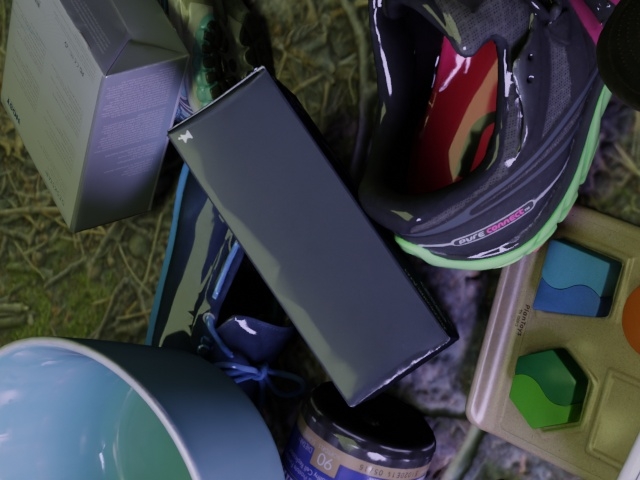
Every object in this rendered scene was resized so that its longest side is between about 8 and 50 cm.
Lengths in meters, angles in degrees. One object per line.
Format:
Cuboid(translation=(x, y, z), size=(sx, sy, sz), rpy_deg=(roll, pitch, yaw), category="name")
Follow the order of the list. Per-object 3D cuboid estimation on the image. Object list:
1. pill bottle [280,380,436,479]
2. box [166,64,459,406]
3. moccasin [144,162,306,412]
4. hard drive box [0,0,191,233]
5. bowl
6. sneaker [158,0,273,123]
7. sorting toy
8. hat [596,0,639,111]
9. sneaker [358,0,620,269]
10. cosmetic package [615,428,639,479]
Cuboid(translation=(0.009, 0.244, 1.518), size=(0.122, 0.122, 0.219), rpy_deg=(32, 111, 32), category="pill bottle")
Cuboid(translation=(0.000, 0.000, 1.430), size=(0.103, 0.184, 0.261), rpy_deg=(-35, 84, 7), category="box")
Cuboid(translation=(-0.082, 0.072, 1.572), size=(0.116, 0.137, 0.342), rpy_deg=(9, 99, 33), category="moccasin")
Cuboid(translation=(-0.216, -0.151, 1.624), size=(0.181, 0.089, 0.232), rpy_deg=(59, 150, 25), category="hard drive box")
Cuboid(translation=(-0.149, 0.212, 1.452), size=(0.311, 0.163, 0.312), rpy_deg=(11, 108, 36), category="bowl")
Cuboid(translation=(-0.134, -0.240, 1.613), size=(0.122, 0.110, 0.283), rpy_deg=(-8, 87, 41), category="sneaker")
Cuboid(translation=(0.219, 0.138, 1.400), size=(0.229, 0.041, 0.307), rpy_deg=(23, 106, 35), category="sorting toy")
Cuboid(translation=(0.359, -0.148, 1.185), size=(0.331, 0.331, 0.134), rpy_deg=(-19, 119, 37), category="hat")
Cuboid(translation=(0.154, -0.206, 1.322), size=(0.185, 0.202, 0.483), rpy_deg=(19, 99, 35), category="sneaker")
Cuboid(translation=(0.307, 0.152, 1.259), size=(0.153, 0.129, 0.296), rpy_deg=(28, 109, 14), category="cosmetic package")
